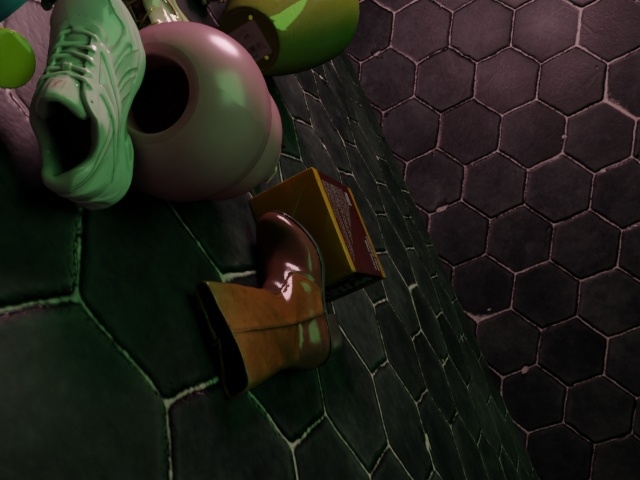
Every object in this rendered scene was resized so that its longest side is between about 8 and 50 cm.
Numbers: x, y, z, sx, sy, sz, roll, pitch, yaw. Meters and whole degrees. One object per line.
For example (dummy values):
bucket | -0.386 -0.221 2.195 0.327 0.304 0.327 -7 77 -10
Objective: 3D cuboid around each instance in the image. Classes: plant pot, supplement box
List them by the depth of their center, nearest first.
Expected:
supplement box | 0.000 0.000 1.123 0.194 0.129 0.191 15 52 -67
plant pot | -0.089 -0.462 1.339 0.275 0.274 0.293 58 33 -19

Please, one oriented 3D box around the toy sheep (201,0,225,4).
toy sheep | -0.223 -0.526 1.280 0.091 0.091 0.132 58 5 -21

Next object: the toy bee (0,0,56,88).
toy bee | -0.321 -0.203 0.495 0.195 0.162 0.298 51 -4 -17

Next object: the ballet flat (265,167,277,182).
ballet flat | -0.116 -0.180 1.162 0.052 0.057 0.168 35 33 -75

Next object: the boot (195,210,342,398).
boot | -0.091 0.072 0.892 0.280 0.096 0.264 4 69 -62

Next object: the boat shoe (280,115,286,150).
boat shoe | -0.103 -0.251 1.318 0.133 0.042 0.049 65 15 -3

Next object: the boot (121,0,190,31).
boot | -0.253 -0.308 0.909 0.213 0.077 0.165 52 24 -37

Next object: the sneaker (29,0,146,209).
sneaker | -0.225 -0.148 0.600 0.115 0.090 0.232 0 88 -88

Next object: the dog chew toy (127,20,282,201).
dog chew toy | -0.142 -0.142 0.815 0.332 0.206 0.207 18 48 -77
